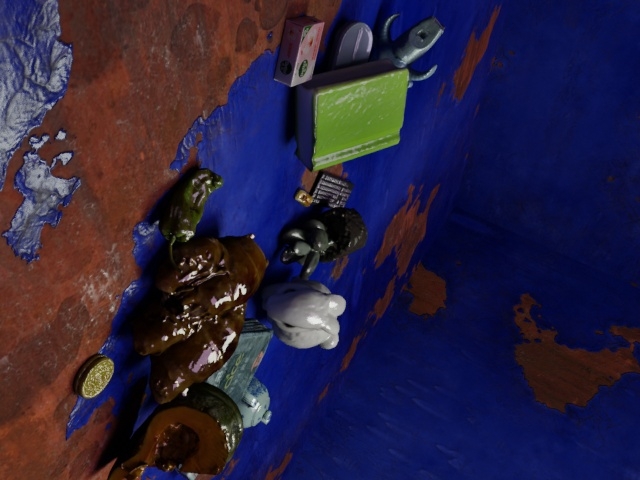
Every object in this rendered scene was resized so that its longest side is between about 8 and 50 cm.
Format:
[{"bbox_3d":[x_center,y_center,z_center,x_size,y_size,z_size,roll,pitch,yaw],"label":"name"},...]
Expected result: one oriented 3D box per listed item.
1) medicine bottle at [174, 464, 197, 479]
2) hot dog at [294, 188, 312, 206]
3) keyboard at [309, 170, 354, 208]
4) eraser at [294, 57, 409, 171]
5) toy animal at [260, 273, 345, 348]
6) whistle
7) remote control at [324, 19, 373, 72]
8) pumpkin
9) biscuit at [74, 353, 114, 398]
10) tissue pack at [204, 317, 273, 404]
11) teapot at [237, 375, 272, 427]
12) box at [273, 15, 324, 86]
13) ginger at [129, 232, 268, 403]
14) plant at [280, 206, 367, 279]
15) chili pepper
[{"bbox_3d":[-0.337,0.583,1.884,0.118,0.055,0.074,-55,159,-28],"label":"medicine bottle"},{"bbox_3d":[-0.039,-0.107,1.804,0.030,0.034,0.090,-62,164,-3],"label":"hot dog"},{"bbox_3d":[0.035,-0.140,2.000,0.101,0.018,0.309,-65,163,6],"label":"keyboard"},{"bbox_3d":[0.068,-0.284,1.578,0.274,0.092,0.210,-24,133,-31],"label":"eraser"},{"bbox_3d":[-0.039,0.190,1.821,0.194,0.257,0.357,-63,-177,-7],"label":"toy animal"},{"bbox_3d":[0.196,-0.464,1.762,0.269,0.180,0.093,-38,177,35],"label":"whistle"},{"bbox_3d":[0.053,-0.381,1.605,0.104,0.052,0.248,-5,119,-44],"label":"remote control"},{"bbox_3d":[-0.288,0.429,1.462,0.280,0.190,0.139,-50,-172,16],"label":"pumpkin"},{"bbox_3d":[-0.406,0.245,1.252,0.084,0.023,0.084,-54,160,-30],"label":"biscuit"},{"bbox_3d":[-0.242,0.303,1.680,0.228,0.103,0.315,-65,164,2],"label":"tissue pack"},{"bbox_3d":[-0.200,0.458,1.952,0.159,0.158,0.232,-57,162,-21],"label":"teapot"},{"bbox_3d":[-0.042,-0.378,1.389,0.089,0.043,0.125,-39,150,-53],"label":"box"},{"bbox_3d":[-0.240,0.144,1.375,0.358,0.152,0.274,-67,163,4],"label":"ginger"},{"bbox_3d":[0.000,-0.002,1.890,0.274,0.146,0.149,-25,165,-46],"label":"plant"},{"bbox_3d":[-0.244,-0.047,1.233,0.204,0.073,0.072,-66,149,-33],"label":"chili pepper"}]
